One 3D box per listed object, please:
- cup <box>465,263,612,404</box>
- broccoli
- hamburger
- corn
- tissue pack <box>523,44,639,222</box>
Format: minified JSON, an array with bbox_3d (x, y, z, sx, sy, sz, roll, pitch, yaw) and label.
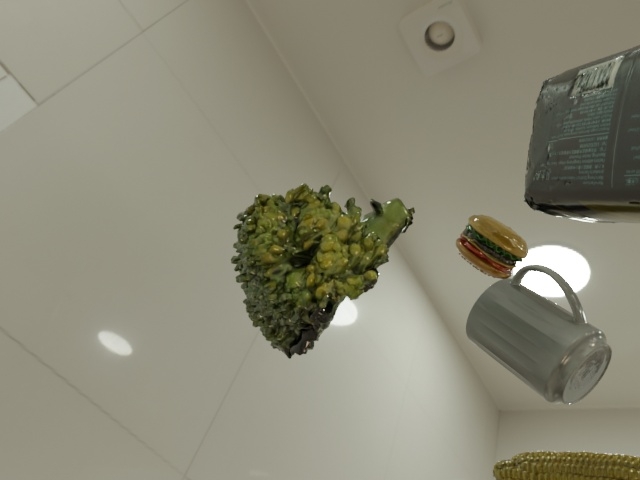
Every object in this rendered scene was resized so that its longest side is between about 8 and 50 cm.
[{"bbox_3d":[0.623,0.246,1.467,0.327,0.237,0.322,39,-61,49],"label":"cup"},{"bbox_3d":[-0.017,-0.001,0.691,0.180,0.273,0.242,41,-13,-7],"label":"broccoli"},{"bbox_3d":[0.386,0.013,1.187,0.162,0.162,0.115,31,-74,-5],"label":"hamburger"},{"bbox_3d":[0.513,0.479,1.023,0.347,0.130,0.130,-11,-54,39],"label":"corn"},{"bbox_3d":[0.536,-0.156,0.791,0.253,0.264,0.416,8,2,-11],"label":"tissue pack"}]
